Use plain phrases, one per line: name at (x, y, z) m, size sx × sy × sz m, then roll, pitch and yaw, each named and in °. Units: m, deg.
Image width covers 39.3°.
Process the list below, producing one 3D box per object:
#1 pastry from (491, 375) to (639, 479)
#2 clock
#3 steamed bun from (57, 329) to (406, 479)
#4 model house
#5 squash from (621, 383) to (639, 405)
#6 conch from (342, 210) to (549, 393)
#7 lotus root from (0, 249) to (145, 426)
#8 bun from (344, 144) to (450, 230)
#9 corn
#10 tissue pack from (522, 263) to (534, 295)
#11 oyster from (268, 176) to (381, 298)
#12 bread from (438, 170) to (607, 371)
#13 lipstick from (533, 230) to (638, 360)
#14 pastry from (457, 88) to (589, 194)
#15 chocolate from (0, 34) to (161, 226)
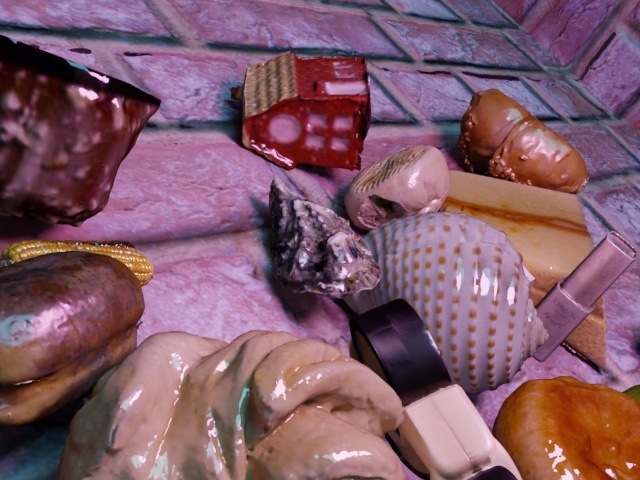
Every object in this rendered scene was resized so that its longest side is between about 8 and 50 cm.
pastry at (0.387, 0.350, 1.259) m, size 0.356 × 0.164 × 0.356 m, roll 23°, pitch 39°, yaw -20°
clock at (0.146, 0.249, 1.076) m, size 0.120 × 0.276 × 0.379 m, roll -21°, pitch 50°, yaw -8°
steamed bun at (-0.063, 0.224, 0.920) m, size 0.372 × 0.230 × 0.324 m, roll 32°, pitch 34°, yaw -11°
model house at (-0.041, -0.238, 1.643) m, size 0.254 × 0.160 × 0.196 m, roll 1°, pitch 37°, yaw -2°
squash at (0.541, 0.295, 1.567) m, size 0.258 × 0.069 × 0.069 m, roll -8°, pitch 51°, yaw -50°
conch at (0.197, 0.067, 1.372) m, size 0.319 × 0.215 × 0.303 m, roll 31°, pitch 46°, yaw -4°
lotus root at (-0.290, 0.092, 0.934) m, size 0.160 × 0.151 × 0.275 m, roll 10°, pitch 14°, yaw 21°
bun at (0.139, -0.077, 1.586) m, size 0.193 × 0.178 × 0.127 m, roll -44°, pitch 113°, yaw -48°
corn at (-0.296, 0.034, 1.097) m, size 0.203 × 0.072 × 0.072 m, roll 0°, pitch 46°, yaw -45°
tissue pack at (0.295, 0.057, 1.588) m, size 0.099 × 0.106 × 0.148 m, roll -26°, pitch 60°, yaw -15°
oyster at (0.001, 0.003, 1.365) m, size 0.199 × 0.087 × 0.252 m, roll -2°, pitch 41°, yaw 14°
bread at (0.387, 0.041, 1.809) m, size 0.405 × 0.242 × 0.345 m, roll 7°, pitch 30°, yaw 17°
lipstick at (0.444, 0.096, 1.564) m, size 0.079 × 0.252 × 0.077 m, roll 41°, pitch 31°, yaw 12°
pastry at (0.439, -0.189, 2.013) m, size 0.316 × 0.184 × 0.284 m, roll 42°, pitch 12°, yaw 15°
chocolate at (-0.387, -0.137, 1.101) m, size 0.340 × 0.210 × 0.225 m, roll 19°, pitch 4°, yaw -20°
